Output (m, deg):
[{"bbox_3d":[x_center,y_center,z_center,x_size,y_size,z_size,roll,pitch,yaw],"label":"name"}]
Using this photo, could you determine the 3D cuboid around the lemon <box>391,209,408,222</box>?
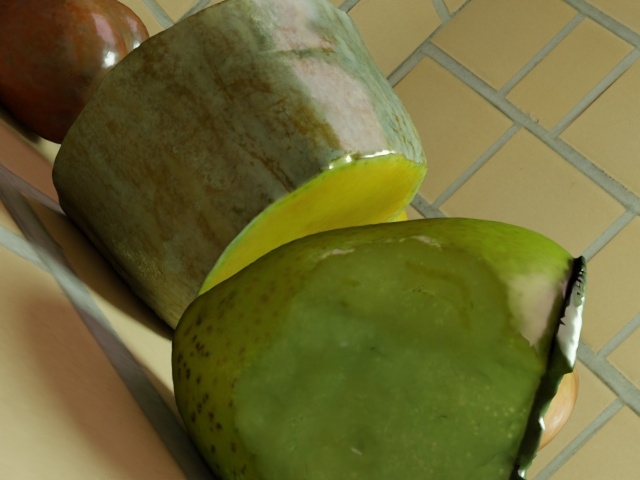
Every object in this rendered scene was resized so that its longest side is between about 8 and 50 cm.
[{"bbox_3d":[0.000,0.000,1.566,0.336,0.336,0.336,46,1,-1],"label":"lemon"}]

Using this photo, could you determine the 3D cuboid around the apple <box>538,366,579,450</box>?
[{"bbox_3d":[0.255,0.238,1.638,0.391,0.347,0.391,51,7,-8],"label":"apple"}]

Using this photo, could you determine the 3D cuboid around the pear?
[{"bbox_3d":[0.027,0.088,0.610,0.292,0.292,0.159,46,-3,21],"label":"pear"}]

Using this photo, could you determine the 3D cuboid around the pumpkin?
[{"bbox_3d":[-0.062,-0.044,0.857,0.199,0.332,0.332,60,5,18],"label":"pumpkin"}]

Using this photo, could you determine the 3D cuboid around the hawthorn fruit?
[{"bbox_3d":[-0.323,-0.226,1.072,0.251,0.199,0.199,32,-1,4],"label":"hawthorn fruit"}]
